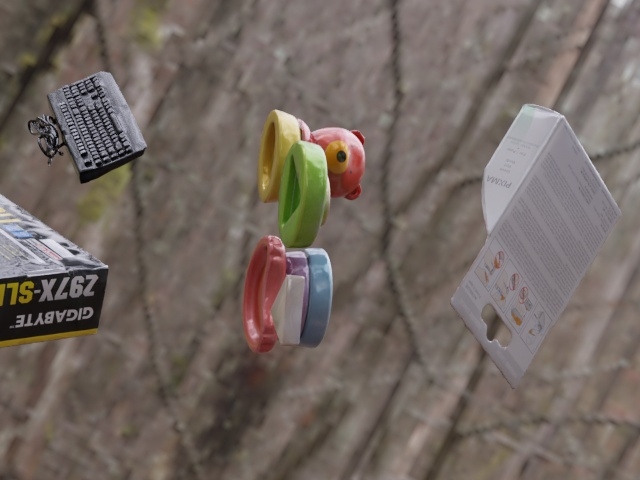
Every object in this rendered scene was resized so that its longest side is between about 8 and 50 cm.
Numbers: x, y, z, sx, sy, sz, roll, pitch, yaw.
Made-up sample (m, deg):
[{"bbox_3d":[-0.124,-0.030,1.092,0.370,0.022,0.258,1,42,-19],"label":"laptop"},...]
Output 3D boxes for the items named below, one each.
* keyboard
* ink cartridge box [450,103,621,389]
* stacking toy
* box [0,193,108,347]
[{"bbox_3d":[-0.237,-0.117,1.832,0.038,0.100,0.192,63,-4,-32],"label":"keyboard"},{"bbox_3d":[0.198,0.007,1.841,0.056,0.225,0.181,22,-19,39],"label":"ink cartridge box"},{"bbox_3d":[0.000,0.000,2.353,0.130,0.309,0.279,6,6,-15],"label":"stacking toy"},{"bbox_3d":[-0.396,0.006,1.749,0.257,0.079,0.322,-5,26,-44],"label":"box"}]
